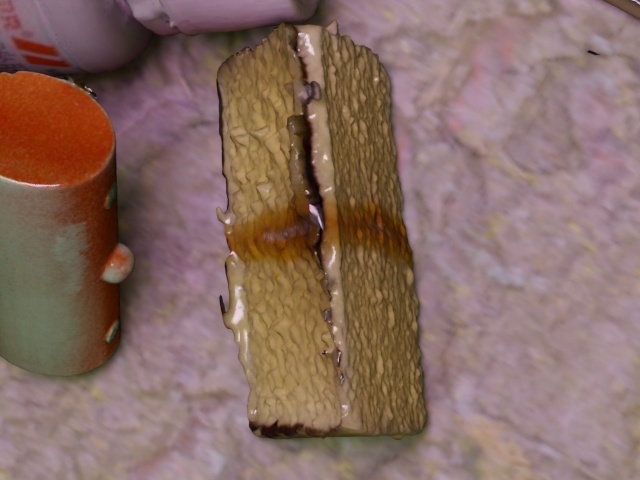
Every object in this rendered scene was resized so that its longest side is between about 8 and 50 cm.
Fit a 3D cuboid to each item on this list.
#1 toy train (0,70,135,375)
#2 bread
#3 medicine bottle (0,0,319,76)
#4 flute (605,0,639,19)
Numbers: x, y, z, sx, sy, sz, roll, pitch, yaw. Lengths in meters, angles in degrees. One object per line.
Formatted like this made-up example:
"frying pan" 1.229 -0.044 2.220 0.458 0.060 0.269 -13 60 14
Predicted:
"toy train" -0.202 -0.012 1.114 0.177 0.285 0.116 21 57 7
"bread" 0.000 0.000 1.139 0.178 0.142 0.266 -10 82 53
"medicine bottle" -0.161 -0.229 1.131 0.302 0.241 0.241 -3 84 12
"flute" 0.180 -0.174 1.157 0.233 0.027 0.027 31 92 14
